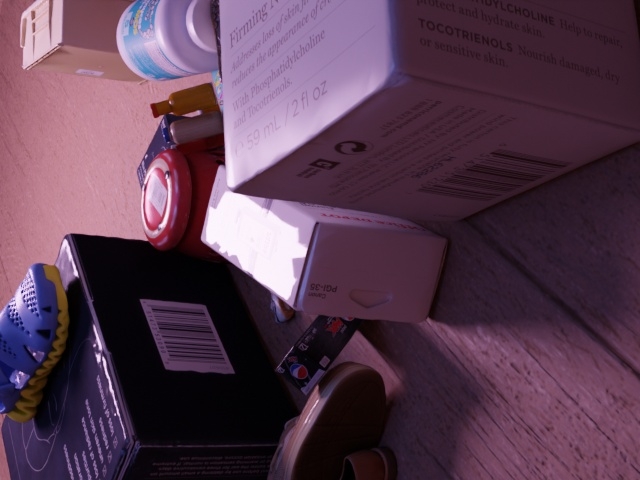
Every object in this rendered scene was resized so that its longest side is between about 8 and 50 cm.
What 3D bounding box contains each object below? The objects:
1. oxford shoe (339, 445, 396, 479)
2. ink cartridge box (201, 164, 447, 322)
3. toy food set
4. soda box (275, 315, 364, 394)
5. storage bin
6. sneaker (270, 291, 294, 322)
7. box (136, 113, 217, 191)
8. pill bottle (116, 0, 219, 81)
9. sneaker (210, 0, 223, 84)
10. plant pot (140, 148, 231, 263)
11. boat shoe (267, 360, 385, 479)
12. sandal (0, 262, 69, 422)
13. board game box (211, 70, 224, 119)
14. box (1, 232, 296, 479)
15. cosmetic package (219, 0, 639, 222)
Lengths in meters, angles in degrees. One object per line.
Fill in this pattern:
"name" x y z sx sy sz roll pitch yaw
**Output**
"oxford shoe" 0.041 0.375 1.351 0.076 0.076 0.212 13 98 56
"ink cartridge box" 0.000 0.000 1.347 0.283 0.207 0.117 31 110 55
"toy food set" -0.221 -0.204 1.757 0.232 0.104 0.111 -126 21 -82
"soda box" 0.008 0.128 1.362 0.053 0.169 0.060 38 128 5
"storage bin" -0.440 -0.405 2.069 0.260 0.262 0.123 -6 83 58
"sneaker" -0.069 0.091 1.610 0.037 0.032 0.083 -49 46 43
"box" -0.258 -0.122 1.892 0.158 0.093 0.156 -55 42 37
"pill bottle" -0.219 -0.338 1.659 0.264 0.146 0.146 5 90 58
"sneaker" -0.113 -0.313 1.538 0.064 0.086 0.192 -5 87 30
"plant pot" -0.197 -0.058 1.709 0.191 0.174 0.191 -9 80 59
"boat shoe" -0.015 0.289 1.408 0.110 0.122 0.341 53 130 46
"sandal" -0.490 0.168 1.632 0.317 0.138 0.126 -63 35 27
"board game box" -0.086 -0.321 1.656 0.254 0.079 0.336 -51 45 42
"box" -0.305 0.322 1.704 0.472 0.297 0.480 -62 37 28
"cosmetic package" 0.102 -0.261 1.110 0.329 0.327 0.393 -28 61 54
